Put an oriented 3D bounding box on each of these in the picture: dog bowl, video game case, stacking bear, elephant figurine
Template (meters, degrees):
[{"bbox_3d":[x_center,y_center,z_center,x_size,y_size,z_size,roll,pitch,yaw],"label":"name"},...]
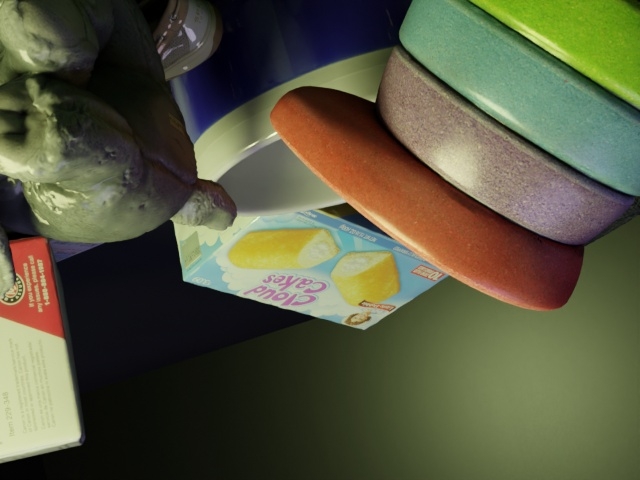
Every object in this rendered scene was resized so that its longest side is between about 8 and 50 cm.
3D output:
[{"bbox_3d":[0.025,-0.109,0.640,0.264,0.104,0.265,-16,170,-3],"label":"dog bowl"},{"bbox_3d":[-0.331,0.015,1.020,0.122,0.011,0.087,-20,170,20],"label":"video game case"},{"bbox_3d":[0.134,-0.126,0.409,0.175,0.164,0.289,15,115,-39],"label":"stacking bear"},{"bbox_3d":[-0.205,-0.050,0.475,0.239,0.186,0.169,-20,-179,14],"label":"elephant figurine"}]

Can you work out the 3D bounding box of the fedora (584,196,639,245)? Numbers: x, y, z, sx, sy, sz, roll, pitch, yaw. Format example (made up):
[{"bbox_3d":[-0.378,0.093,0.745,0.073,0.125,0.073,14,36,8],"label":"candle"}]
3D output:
[{"bbox_3d":[0.286,-0.076,0.967,0.334,0.153,0.334,-24,168,-5],"label":"fedora"}]

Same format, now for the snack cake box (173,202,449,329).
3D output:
[{"bbox_3d":[0.000,0.000,0.890,0.264,0.089,0.152,19,133,-41],"label":"snack cake box"}]

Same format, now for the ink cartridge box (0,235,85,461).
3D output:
[{"bbox_3d":[-0.420,0.137,0.905,0.306,0.226,0.131,-10,168,-14],"label":"ink cartridge box"}]

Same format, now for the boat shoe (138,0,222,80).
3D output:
[{"bbox_3d":[-0.132,-0.110,0.544,0.153,0.056,0.048,-24,159,27],"label":"boat shoe"}]
